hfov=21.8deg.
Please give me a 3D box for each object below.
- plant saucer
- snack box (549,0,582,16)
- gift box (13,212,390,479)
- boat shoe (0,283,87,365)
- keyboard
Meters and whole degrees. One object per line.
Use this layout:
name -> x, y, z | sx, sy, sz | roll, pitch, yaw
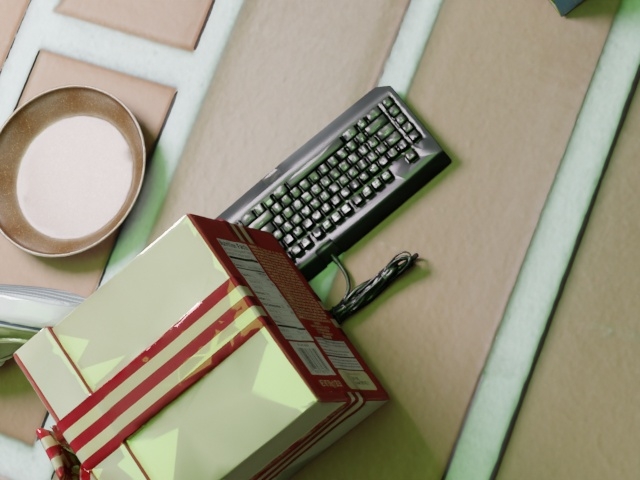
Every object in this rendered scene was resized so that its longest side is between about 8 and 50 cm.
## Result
plant saucer -> -0.278, -0.074, 1.838 | 0.198, 0.036, 0.199 | -5, 75, 18
snack box -> 0.196, -0.349, 1.672 | 0.070, 0.174, 0.207 | -36, 68, 6
gift box -> -0.113, 0.158, 1.586 | 0.258, 0.255, 0.276 | -39, 69, 13
boat shoe -> -0.376, 0.095, 1.803 | 0.302, 0.109, 0.094 | 2, 92, 29
keyboard -> 0.000, 0.000, 1.726 | 0.317, 0.033, 0.201 | -40, 67, 6
